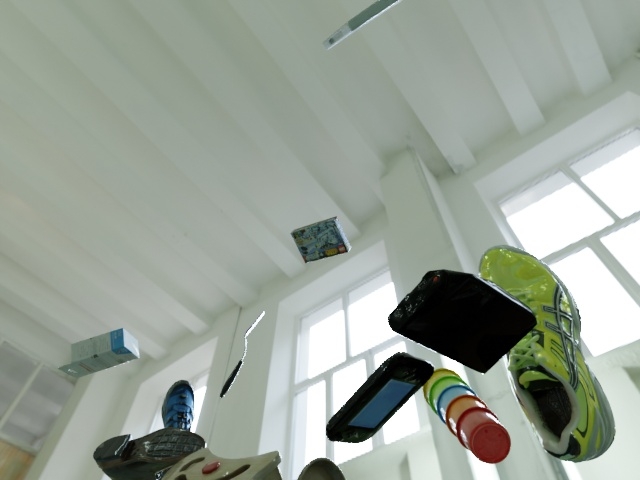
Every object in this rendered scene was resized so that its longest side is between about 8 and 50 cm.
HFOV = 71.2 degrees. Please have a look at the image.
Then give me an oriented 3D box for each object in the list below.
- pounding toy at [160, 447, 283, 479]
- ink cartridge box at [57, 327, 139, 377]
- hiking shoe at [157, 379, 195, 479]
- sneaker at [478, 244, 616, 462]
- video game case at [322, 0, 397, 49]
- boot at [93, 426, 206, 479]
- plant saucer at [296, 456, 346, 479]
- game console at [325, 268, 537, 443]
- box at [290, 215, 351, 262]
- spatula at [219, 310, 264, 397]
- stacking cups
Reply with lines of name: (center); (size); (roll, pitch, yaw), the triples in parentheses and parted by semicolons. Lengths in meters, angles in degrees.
pounding toy: (-0.165, 0.428, 0.696); (0.269, 0.154, 0.155); (-18, -89, 16)
ink cartridge box: (-0.613, 0.313, 1.239); (0.180, 0.060, 0.104); (-17, -32, -7)
hiking shoe: (-0.440, 0.598, 1.409); (0.113, 0.304, 0.132); (16, -24, -33)
sneaker: (0.379, 0.175, 0.771); (0.145, 0.385, 0.147); (-34, -30, 33)
video game case: (0.087, -0.363, 0.707); (0.157, 0.143, 0.019); (-36, -72, -5)
boot: (-0.311, 0.427, 0.854); (0.219, 0.082, 0.106); (-7, -68, 10)
plant saucer: (0.000, 0.822, 1.377); (0.041, 0.278, 0.278); (-23, -58, 33)
game console: (0.153, 0.203, 0.701); (0.213, 0.044, 0.361); (28, -70, -28)
box: (0.000, 0.000, 1.149); (0.136, 0.027, 0.094); (-15, -72, 31)
spatula: (-0.252, 0.361, 1.433); (0.030, 0.297, 0.084); (22, -21, 0)
stacking cups: (0.260, 0.322, 0.820); (0.095, 0.316, 0.096); (0, -91, 3)
